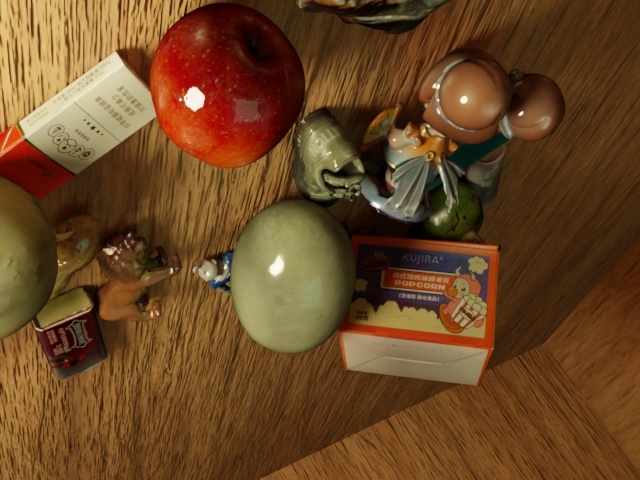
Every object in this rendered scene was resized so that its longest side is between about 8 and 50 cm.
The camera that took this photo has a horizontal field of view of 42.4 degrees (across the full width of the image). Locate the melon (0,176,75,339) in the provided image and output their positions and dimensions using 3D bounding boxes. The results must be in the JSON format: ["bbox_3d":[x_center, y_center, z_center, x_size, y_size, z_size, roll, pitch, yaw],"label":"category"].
[{"bbox_3d":[-0.507,0.030,1.127,0.308,0.272,0.272,-24,154,-5],"label":"melon"}]

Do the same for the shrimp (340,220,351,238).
[{"bbox_3d":[0.000,0.000,1.883,0.152,0.046,0.219,-30,152,-5],"label":"shrimp"}]

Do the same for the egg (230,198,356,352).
[{"bbox_3d":[-0.056,0.077,1.685,0.258,0.258,0.352,-15,135,-33],"label":"egg"}]

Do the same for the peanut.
[{"bbox_3d":[-0.439,0.025,1.393,0.193,0.089,0.089,-45,152,15],"label":"peanut"}]

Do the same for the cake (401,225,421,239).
[{"bbox_3d":[0.287,0.063,2.218,0.177,0.151,0.283,-1,143,-27],"label":"cake"}]

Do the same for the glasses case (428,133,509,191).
[{"bbox_3d":[0.294,-0.192,1.866,0.301,0.070,0.117,-32,154,0],"label":"glasses case"}]

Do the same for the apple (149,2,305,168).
[{"bbox_3d":[-0.132,-0.218,1.164,0.218,0.218,0.201,1,145,-49],"label":"apple"}]

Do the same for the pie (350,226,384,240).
[{"bbox_3d":[0.076,0.010,2.010,0.170,0.034,0.092,-25,152,0],"label":"pie"}]

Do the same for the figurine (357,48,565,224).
[{"bbox_3d":[0.243,-0.205,1.589,0.276,0.248,0.388,2,136,-40],"label":"figurine"}]

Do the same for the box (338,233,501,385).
[{"bbox_3d":[0.233,0.168,1.968,0.348,0.257,0.318,5,154,8],"label":"box"}]

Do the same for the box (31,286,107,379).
[{"bbox_3d":[-0.494,0.185,1.625,0.120,0.069,0.224,-22,151,-21],"label":"box"}]

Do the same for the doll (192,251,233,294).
[{"bbox_3d":[-0.196,0.063,1.767,0.114,0.057,0.227,-55,153,10],"label":"doll"}]

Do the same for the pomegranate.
[{"bbox_3d":[0.328,-0.042,1.998,0.180,0.210,0.180,-34,156,-17],"label":"pomegranate"}]

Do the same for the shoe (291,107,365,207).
[{"bbox_3d":[0.024,-0.116,1.596,0.109,0.149,0.293,-29,153,-12],"label":"shoe"}]

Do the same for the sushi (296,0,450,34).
[{"bbox_3d":[0.109,-0.458,1.067,0.417,0.176,0.417,-19,149,-12],"label":"sushi"}]

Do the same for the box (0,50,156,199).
[{"bbox_3d":[-0.357,-0.162,1.205,0.245,0.035,0.139,-35,155,4],"label":"box"}]

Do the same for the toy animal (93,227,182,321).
[{"bbox_3d":[-0.369,0.078,1.572,0.157,0.097,0.312,0,143,-31],"label":"toy animal"}]

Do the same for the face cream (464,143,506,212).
[{"bbox_3d":[0.403,-0.150,2.054,0.107,0.073,0.269,-29,154,-10],"label":"face cream"}]
